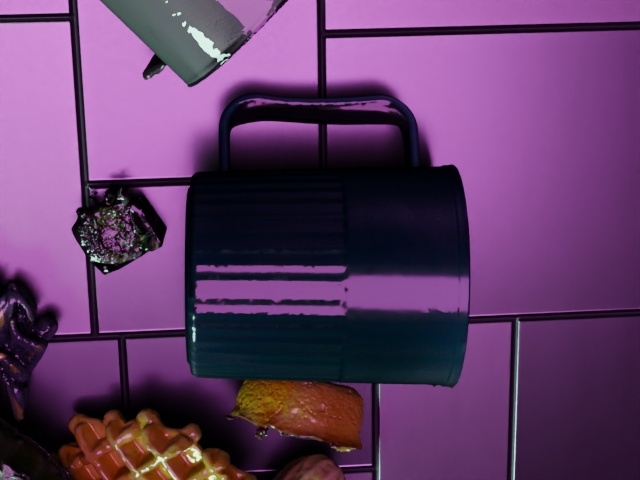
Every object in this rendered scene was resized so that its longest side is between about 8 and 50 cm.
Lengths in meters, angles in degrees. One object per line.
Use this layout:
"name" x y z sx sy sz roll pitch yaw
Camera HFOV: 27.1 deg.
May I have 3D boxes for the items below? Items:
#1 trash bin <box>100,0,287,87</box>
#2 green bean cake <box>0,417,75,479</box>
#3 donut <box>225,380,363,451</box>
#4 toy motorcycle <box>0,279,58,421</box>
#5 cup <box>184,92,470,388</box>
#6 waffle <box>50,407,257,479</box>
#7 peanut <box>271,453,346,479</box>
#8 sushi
"trash bin" -0.153 -0.321 1.332 0.262 0.217 0.277 43 119 -15
"green bean cake" -0.407 0.317 1.517 0.255 0.132 0.241 -40 100 19
"donut" -0.030 0.192 1.525 0.146 0.181 0.078 14 85 -10
"toy motorcycle" -0.363 0.117 1.526 0.124 0.061 0.193 -1 105 -7
"cup" 0.001 0.009 1.436 0.292 0.242 0.308 -1 109 -3
"waffle" -0.189 0.332 1.567 0.309 0.065 0.283 15 117 13
"peanut" -0.040 0.333 1.607 0.083 0.093 0.194 31 113 -16
"sushi" -0.232 -0.017 1.503 0.083 0.056 0.085 -30 108 12
